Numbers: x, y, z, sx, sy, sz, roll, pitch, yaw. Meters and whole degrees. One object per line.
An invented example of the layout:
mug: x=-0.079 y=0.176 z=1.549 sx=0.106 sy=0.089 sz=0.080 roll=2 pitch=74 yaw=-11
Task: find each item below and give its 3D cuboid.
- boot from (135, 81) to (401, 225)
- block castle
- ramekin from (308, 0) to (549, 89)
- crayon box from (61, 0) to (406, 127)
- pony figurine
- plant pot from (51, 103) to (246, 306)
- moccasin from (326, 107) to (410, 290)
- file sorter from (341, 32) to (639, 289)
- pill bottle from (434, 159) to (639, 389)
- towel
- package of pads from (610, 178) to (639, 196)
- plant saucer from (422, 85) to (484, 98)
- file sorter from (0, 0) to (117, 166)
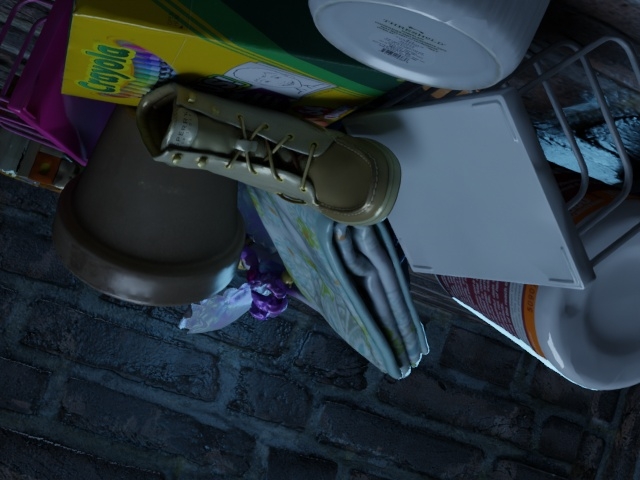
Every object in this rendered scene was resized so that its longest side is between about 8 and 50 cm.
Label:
boot: x=-0.059 y=-0.092 z=1.011 sx=0.203 sy=0.095 sz=0.262 roll=13 pitch=-169 yaw=-37
block castle: x=-0.474 y=-0.193 z=1.918 sx=0.453 sy=0.212 sz=0.303 roll=17 pitch=176 yaw=25
ramekin: x=0.088 y=-0.207 z=0.812 sx=0.207 sy=0.109 sz=0.207 roll=18 pitch=173 yaw=2
crayon box: x=-0.107 y=-0.207 z=1.052 sx=0.313 sy=0.106 sz=0.363 roll=7 pitch=175 yaw=-16
pony figurine: x=-0.071 y=0.059 z=1.803 sx=0.364 sy=0.302 sz=0.351 roll=20 pitch=-179 yaw=22
plant pot: x=-0.209 y=-0.080 z=1.298 sx=0.263 sy=0.229 sz=0.263 roll=13 pitch=-144 yaw=-9
moccasin: x=0.101 y=-0.042 z=1.447 sx=0.117 sy=0.137 sz=0.342 roll=-15 pitch=135 yaw=6
file sorter: x=0.191 y=-0.085 z=0.999 sx=0.278 sy=0.173 sz=0.192 roll=4 pitch=125 yaw=62
pill bottle: x=0.273 y=0.011 z=1.253 sx=0.224 sy=0.224 sz=0.392 roll=23 pitch=-173 yaw=-27
towel: x=0.000 y=0.000 z=1.371 sx=0.320 sy=0.090 sz=0.374 roll=44 pitch=164 yaw=42
package of pads: x=0.533 y=0.006 z=1.284 sx=0.297 sy=0.101 sz=0.229 roll=21 pitch=172 yaw=-12
plant saucer: x=0.158 y=-0.181 z=1.186 sx=0.084 sy=0.013 sz=0.083 roll=18 pitch=172 yaw=2
file sorter: x=-0.386 y=-0.250 z=1.318 sx=0.182 sy=0.202 sz=0.290 roll=21 pitch=173 yaw=7
